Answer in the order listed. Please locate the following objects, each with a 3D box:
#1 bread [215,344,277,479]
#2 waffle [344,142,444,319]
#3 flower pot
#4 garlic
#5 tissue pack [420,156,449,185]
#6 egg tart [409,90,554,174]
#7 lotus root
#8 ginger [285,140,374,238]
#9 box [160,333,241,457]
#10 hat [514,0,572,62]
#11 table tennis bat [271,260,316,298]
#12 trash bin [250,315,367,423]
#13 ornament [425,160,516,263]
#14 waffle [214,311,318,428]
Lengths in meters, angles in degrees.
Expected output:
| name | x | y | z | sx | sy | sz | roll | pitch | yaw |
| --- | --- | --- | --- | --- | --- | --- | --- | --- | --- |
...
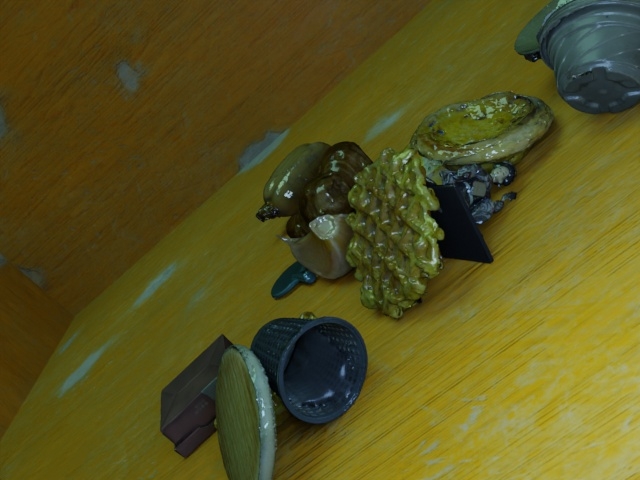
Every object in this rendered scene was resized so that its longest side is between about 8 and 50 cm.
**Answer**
| name | x | y | z | sx | sy | sz | roll | pitch | yaw |
| --- | --- | --- | --- | --- | --- | --- | --- | --- | --- |
| bread | -0.126 | 0.305 | 1.214 | 0.041 | 0.266 | 0.267 | -2 | 0 | -24 |
| waffle | 0.127 | -0.010 | 1.314 | 0.325 | 0.068 | 0.302 | 132 | 133 | -61 |
| flower pot | 0.498 | -0.314 | 1.266 | 0.235 | 0.235 | 0.140 | -21 | 50 | 51 |
| garlic | 0.010 | 0.007 | 1.638 | 0.245 | 0.164 | 0.145 | -21 | 46 | 62 |
| tissue pack | 0.282 | -0.183 | 1.634 | 0.095 | 0.062 | 0.176 | -39 | 19 | 21 |
| egg tart | 0.322 | -0.200 | 1.455 | 0.291 | 0.107 | 0.290 | -16 | 29 | 9 |
| lotus root | -0.075 | -0.173 | 2.246 | 0.169 | 0.151 | 0.342 | 4 | 50 | 50 |
| ginger | 0.033 | -0.129 | 1.931 | 0.274 | 0.152 | 0.357 | -54 | 4 | 49 |
| box | -0.253 | 0.332 | 1.596 | 0.215 | 0.086 | 0.215 | -42 | 17 | 2 |
| hat | 0.545 | -0.431 | 1.508 | 0.257 | 0.130 | 0.257 | -39 | 18 | 15 |
| table tennis bat | -0.066 | 0.094 | 1.816 | 0.124 | 0.033 | 0.201 | -53 | 17 | -20 |
| trash bin | -0.034 | 0.200 | 1.228 | 0.175 | 0.175 | 0.161 | -50 | 30 | -17 |
| ornament | 0.294 | -0.084 | 1.298 | 0.196 | 0.166 | 0.153 | -34 | 15 | -20 |
| waffle | -0.081 | 0.264 | 1.417 | 0.309 | 0.065 | 0.283 | -37 | 21 | 9 |
